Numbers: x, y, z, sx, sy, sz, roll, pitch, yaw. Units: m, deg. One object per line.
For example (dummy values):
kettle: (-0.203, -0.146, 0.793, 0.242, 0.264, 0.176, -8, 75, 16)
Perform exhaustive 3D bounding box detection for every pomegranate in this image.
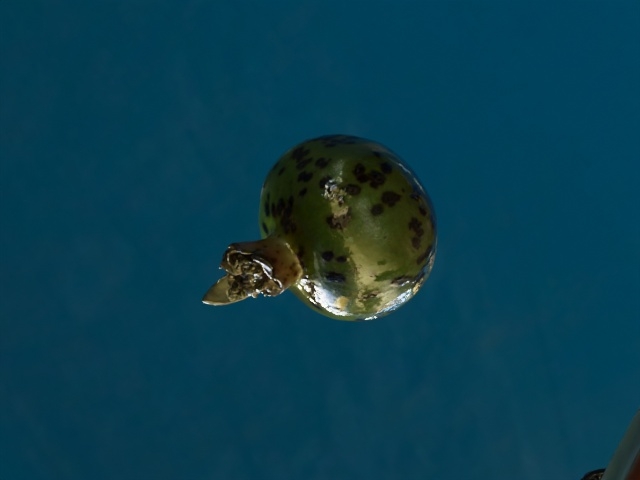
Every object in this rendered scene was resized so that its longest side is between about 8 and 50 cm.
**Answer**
pomegranate: (0.000, 0.000, 1.162, 0.161, 0.122, 0.122, -26, -47, -24)

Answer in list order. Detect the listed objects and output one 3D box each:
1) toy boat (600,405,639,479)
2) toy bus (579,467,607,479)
toy boat: (0.090, 0.038, 0.344, 0.069, 0.059, 0.173, 34, -103, -16)
toy bus: (0.184, 0.225, 1.147, 0.194, 0.088, 0.083, -56, -38, -44)
